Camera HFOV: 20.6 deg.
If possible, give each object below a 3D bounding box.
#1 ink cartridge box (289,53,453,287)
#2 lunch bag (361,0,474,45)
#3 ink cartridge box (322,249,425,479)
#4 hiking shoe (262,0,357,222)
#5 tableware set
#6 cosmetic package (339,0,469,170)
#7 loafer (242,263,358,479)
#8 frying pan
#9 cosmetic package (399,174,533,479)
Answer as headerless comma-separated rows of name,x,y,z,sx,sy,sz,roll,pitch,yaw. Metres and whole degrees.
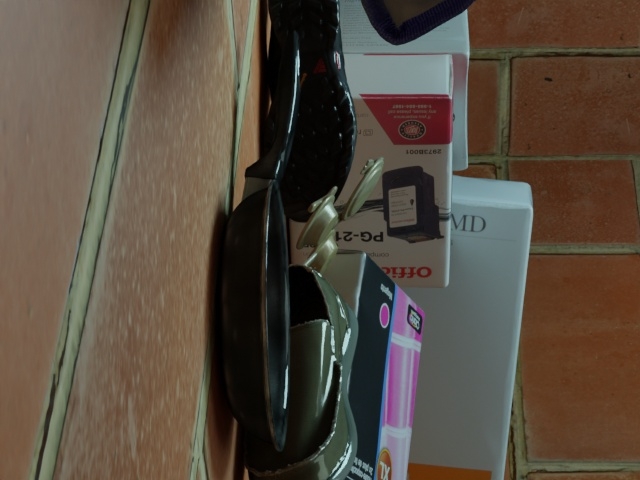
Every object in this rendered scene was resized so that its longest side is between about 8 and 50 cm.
ink cartridge box,0.052,-0.070,1.836,0.100,0.172,0.237,-84,174,-55
lunch bag,0.067,-0.370,1.137,0.385,0.239,0.328,58,21,-9
ink cartridge box,0.024,0.211,1.648,0.176,0.069,0.371,44,51,-59
hiking shoe,-0.007,-0.129,1.589,0.114,0.086,0.227,12,79,-86
tableware set,0.000,0.000,1.547,0.169,0.020,0.141,-61,170,31
cosmetic package,0.086,-0.185,1.931,0.184,0.151,0.151,-85,174,-54
loafer,-0.025,0.112,1.411,0.251,0.094,0.087,-87,155,-53
frying pan,-0.043,-0.010,1.281,0.197,0.053,0.326,53,36,-84
cosmetic package,0.113,0.155,2.055,0.161,0.230,0.453,-66,161,-78
